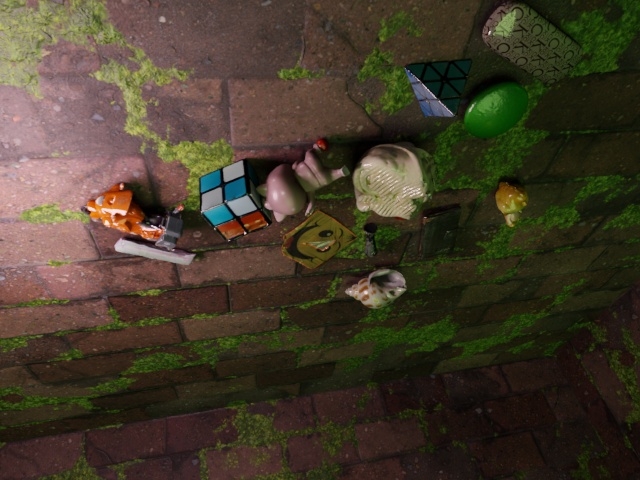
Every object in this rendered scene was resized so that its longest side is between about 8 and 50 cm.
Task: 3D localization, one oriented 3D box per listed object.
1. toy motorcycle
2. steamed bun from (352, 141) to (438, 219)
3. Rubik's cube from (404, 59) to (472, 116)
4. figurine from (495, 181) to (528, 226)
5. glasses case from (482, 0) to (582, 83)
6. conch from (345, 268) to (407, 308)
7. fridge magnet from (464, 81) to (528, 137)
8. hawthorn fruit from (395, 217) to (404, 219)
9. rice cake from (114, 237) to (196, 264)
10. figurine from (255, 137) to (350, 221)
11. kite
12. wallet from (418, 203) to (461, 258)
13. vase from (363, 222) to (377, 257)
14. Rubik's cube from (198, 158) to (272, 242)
[{"bbox_3d":[-0.600,-0.077,1.490,0.325,0.148,0.221,20,153,-34],"label":"toy motorcycle"},{"bbox_3d":[0.250,-0.228,1.526,0.280,0.207,0.268,11,143,11],"label":"steamed bun"},{"bbox_3d":[0.310,-0.455,1.361,0.178,0.212,0.190,28,155,-14],"label":"Rubik's cube"},{"bbox_3d":[0.781,-0.149,1.844,0.156,0.131,0.246,-46,143,-15],"label":"figurine"},{"bbox_3d":[0.611,-0.561,1.297,0.354,0.085,0.137,13,134,-30],"label":"glasses case"},{"bbox_3d":[0.258,0.229,2.126,0.274,0.183,0.149,-6,175,-8],"label":"conch"},{"bbox_3d":[0.562,-0.420,1.457,0.207,0.088,0.208,-8,141,-7],"label":"fridge magnet"},{"bbox_3d":[0.315,-0.114,1.779,0.077,0.077,0.077,-9,142,-7],"label":"hawthorn fruit"},{"bbox_3d":[-0.607,0.036,1.689,0.290,0.051,0.081,15,143,-34],"label":"rice cake"},{"bbox_3d":[-0.057,-0.190,1.459,0.287,0.186,0.176,-39,108,7],"label":"figurine"},{"bbox_3d":[0.001,0.002,1.869,0.327,0.013,0.378,-5,139,-13],"label":"kite"},{"bbox_3d":[0.516,-0.029,1.970,0.168,0.044,0.317,-14,143,-2],"label":"wallet"},{"bbox_3d":[0.211,0.000,1.898,0.059,0.059,0.167,-13,142,-2],"label":"vase"},{"bbox_3d":[-0.279,-0.129,1.490,0.183,0.167,0.180,-23,140,9],"label":"Rubik's cube"}]
